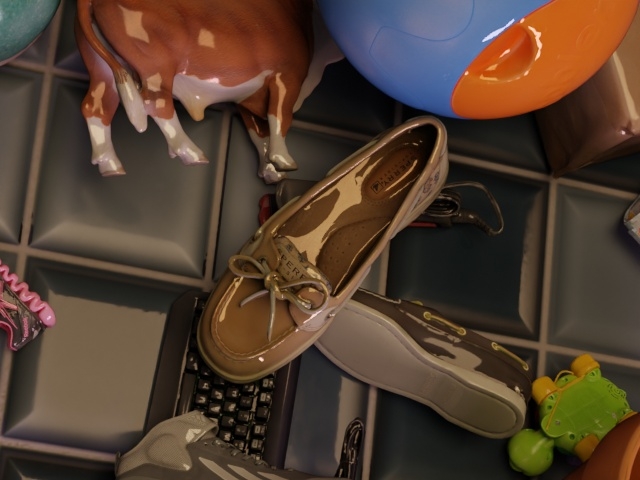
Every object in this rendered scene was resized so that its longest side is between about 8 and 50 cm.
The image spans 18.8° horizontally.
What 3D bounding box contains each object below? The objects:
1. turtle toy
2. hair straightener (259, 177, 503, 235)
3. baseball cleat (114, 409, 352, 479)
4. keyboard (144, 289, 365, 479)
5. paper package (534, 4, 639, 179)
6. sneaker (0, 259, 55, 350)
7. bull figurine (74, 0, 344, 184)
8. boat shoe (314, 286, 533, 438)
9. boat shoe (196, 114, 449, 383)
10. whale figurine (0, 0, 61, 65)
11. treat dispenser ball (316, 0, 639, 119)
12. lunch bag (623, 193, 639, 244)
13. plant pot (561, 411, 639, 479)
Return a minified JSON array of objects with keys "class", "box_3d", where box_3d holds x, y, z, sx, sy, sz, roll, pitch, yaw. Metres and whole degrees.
[{"class":"turtle toy","box_3d":[0.229,0.170,1.778,0.130,0.066,0.095,-26,64,-22]},{"class":"hair straightener","box_3d":[0.066,-0.029,1.752,0.230,0.089,0.047,7,68,-19]},{"class":"baseball cleat","box_3d":[-0.070,0.190,1.605,0.206,0.072,0.109,-3,65,-2]},{"class":"keyboard","box_3d":[-0.055,0.206,1.651,0.201,0.033,0.317,9,73,-1]},{"class":"paper package","box_3d":[0.338,-0.256,1.872,0.309,0.168,0.325,-12,81,-24]},{"class":"sneaker","box_3d":[-0.281,0.045,1.629,0.119,0.047,0.057,44,77,-5]},{"class":"bull figurine","box_3d":[-0.080,-0.150,1.701,0.310,0.101,0.188,0,81,-35]},{"class":"boat shoe","box_3d":[0.086,0.096,1.740,0.228,0.081,0.068,30,45,-5]},{"class":"boat shoe","box_3d":[0.000,0.000,1.652,0.104,0.089,0.285,40,79,7]},{"class":"whale figurine","box_3d":[-0.335,-0.269,1.628,0.272,0.141,0.216,45,66,-5]},{"class":"treat dispenser ball","box_3d":[0.134,-0.246,1.640,0.288,0.288,0.288,5,75,-20]},{"class":"lunch bag","box_3d":[0.334,-0.016,1.874,0.071,0.053,0.083,46,56,-8]},{"class":"plant pot","box_3d":[0.292,0.296,1.670,0.291,0.203,0.291,18,59,-32]}]
